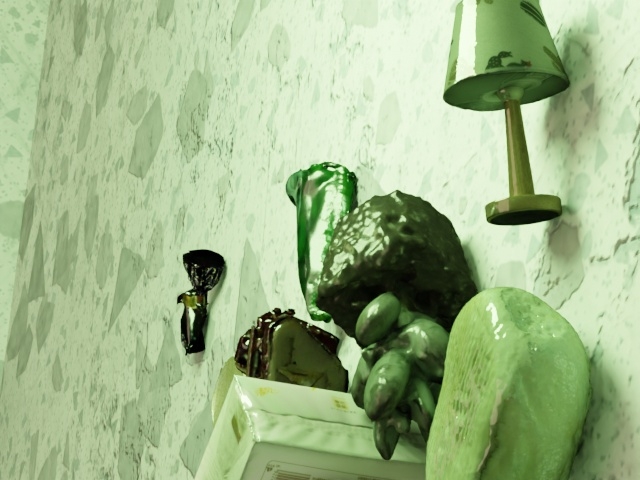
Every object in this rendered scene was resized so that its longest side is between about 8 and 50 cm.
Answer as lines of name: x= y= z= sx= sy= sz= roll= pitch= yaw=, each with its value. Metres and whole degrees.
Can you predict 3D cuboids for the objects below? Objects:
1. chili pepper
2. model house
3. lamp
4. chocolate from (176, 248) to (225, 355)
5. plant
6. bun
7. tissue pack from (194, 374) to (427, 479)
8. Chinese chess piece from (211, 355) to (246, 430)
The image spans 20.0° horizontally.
chili pepper: x=0.003 y=0.000 z=2.177 sx=0.108 sy=0.062 sz=0.216 roll=128 pitch=144 yaw=-50
model house: x=-0.048 y=0.179 z=2.121 sx=0.164 sy=0.141 sz=0.203 roll=14 pitch=97 yaw=58
lamp: x=0.177 y=-0.125 z=1.714 sx=0.121 sy=0.121 sz=0.214 roll=152 pitch=116 yaw=-64
chocolate: x=-0.181 y=0.087 z=2.605 sx=0.072 sy=0.070 sz=0.147 roll=-56 pitch=-15 yaw=-71
plant: x=0.076 y=0.089 z=1.806 sx=0.149 sy=0.146 sz=0.274 roll=-41 pitch=38 yaw=37
bun: x=0.172 y=0.151 z=1.615 sx=0.221 sy=0.108 sz=0.221 roll=-170 pitch=90 yaw=-77
tissue pack: x=-0.002 y=0.254 z=1.843 sx=0.124 sy=0.225 sz=0.185 roll=-112 pitch=38 yaw=-54
Chinese chess piece: x=-0.100 y=0.210 z=2.359 sx=0.122 sy=0.051 sz=0.122 roll=-169 pitch=90 yaw=-71
